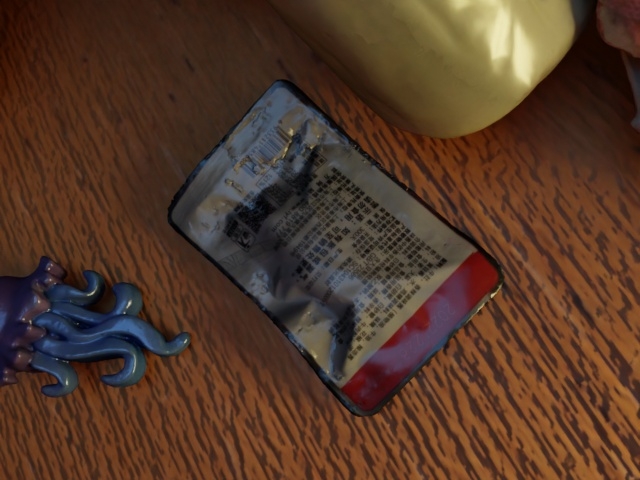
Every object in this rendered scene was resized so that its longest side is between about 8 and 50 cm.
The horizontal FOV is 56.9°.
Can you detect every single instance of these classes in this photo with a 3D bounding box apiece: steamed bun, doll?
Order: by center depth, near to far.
[{"bbox_3d":[0.051,-0.193,0.379,0.200,0.225,0.170,-57,28,-12],"label":"steamed bun"},{"bbox_3d":[-0.207,0.072,0.478,0.206,0.067,0.109,10,68,6],"label":"doll"}]

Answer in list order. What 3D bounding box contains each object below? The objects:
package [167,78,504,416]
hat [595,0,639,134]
[{"bbox_3d":[0.000,0.000,0.449,0.239,0.030,0.154,44,92,18],"label":"package"},{"bbox_3d":[0.290,-0.185,0.356,0.287,0.107,0.236,-30,108,0],"label":"hat"}]
